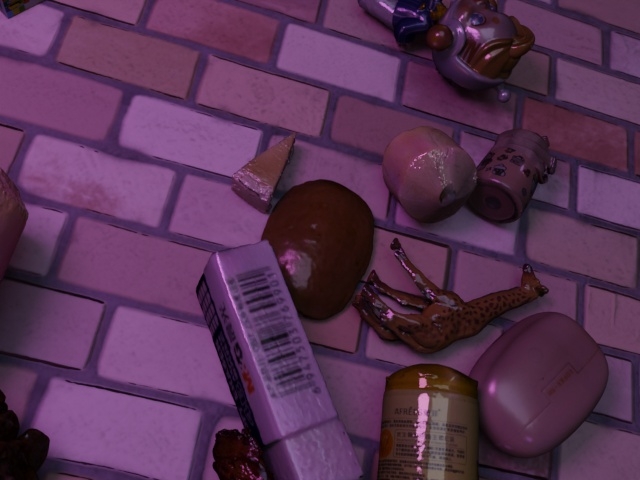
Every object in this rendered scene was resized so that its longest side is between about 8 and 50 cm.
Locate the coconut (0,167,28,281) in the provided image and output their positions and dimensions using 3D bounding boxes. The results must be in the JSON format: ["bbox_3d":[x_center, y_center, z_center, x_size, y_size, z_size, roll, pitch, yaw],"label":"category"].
[{"bbox_3d":[-0.443,0.019,0.682,0.233,0.233,0.245,18,60,-6],"label":"coconut"}]

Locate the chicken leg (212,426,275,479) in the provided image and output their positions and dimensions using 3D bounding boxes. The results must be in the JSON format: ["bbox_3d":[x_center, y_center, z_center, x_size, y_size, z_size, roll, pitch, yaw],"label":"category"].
[{"bbox_3d":[-0.063,0.261,0.710,0.053,0.093,0.205,-10,27,-38],"label":"chicken leg"}]

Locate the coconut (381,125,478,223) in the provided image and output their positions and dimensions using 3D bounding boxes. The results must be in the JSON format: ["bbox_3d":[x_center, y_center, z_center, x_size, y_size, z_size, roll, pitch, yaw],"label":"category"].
[{"bbox_3d":[0.151,-0.088,0.924,0.116,0.116,0.122,-4,37,-15],"label":"coconut"}]

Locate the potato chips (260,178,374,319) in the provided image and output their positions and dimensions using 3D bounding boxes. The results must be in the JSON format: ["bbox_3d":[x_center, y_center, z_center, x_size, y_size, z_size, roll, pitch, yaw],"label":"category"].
[{"bbox_3d":[0.000,0.000,0.898,0.150,0.049,0.202,30,59,-6],"label":"potato chips"}]

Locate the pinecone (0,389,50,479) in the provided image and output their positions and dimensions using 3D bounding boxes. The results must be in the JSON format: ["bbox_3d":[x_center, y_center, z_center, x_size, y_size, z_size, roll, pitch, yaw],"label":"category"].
[{"bbox_3d":[-0.384,0.225,0.637,0.201,0.202,0.229,-4,106,-3],"label":"pinecone"}]

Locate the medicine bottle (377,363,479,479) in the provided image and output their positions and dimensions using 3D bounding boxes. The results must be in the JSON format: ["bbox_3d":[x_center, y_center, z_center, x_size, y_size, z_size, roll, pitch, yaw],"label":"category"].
[{"bbox_3d":[0.125,0.262,0.780,0.124,0.124,0.239,10,67,-9],"label":"medicine bottle"}]

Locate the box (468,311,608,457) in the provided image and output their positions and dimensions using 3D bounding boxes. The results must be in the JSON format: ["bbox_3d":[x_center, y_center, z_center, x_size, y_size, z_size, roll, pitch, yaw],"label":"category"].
[{"bbox_3d":[0.278,0.182,0.867,0.200,0.088,0.146,-37,82,-22],"label":"box"}]

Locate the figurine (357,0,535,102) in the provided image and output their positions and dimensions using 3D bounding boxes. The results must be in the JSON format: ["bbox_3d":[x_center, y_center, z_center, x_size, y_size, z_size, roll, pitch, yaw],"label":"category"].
[{"bbox_3d":[0.182,-0.323,1.035,0.274,0.133,0.194,18,42,0],"label":"figurine"}]

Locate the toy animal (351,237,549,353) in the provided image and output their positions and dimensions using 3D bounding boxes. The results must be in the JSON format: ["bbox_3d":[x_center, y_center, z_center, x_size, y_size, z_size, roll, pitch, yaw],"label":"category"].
[{"bbox_3d":[0.178,0.083,0.903,0.275,0.054,0.149,9,63,-7],"label":"toy animal"}]

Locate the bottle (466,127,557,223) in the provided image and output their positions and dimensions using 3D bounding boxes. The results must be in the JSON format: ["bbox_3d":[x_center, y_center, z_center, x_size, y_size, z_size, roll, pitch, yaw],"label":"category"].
[{"bbox_3d":[0.283,-0.105,0.984,0.099,0.099,0.152,37,61,3],"label":"bottle"}]

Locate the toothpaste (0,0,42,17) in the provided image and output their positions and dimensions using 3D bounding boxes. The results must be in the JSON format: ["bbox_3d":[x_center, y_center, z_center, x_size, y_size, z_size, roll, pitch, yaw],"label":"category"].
[{"bbox_3d":[-0.389,-0.376,0.958,0.164,0.046,0.034,-40,79,-24],"label":"toothpaste"}]

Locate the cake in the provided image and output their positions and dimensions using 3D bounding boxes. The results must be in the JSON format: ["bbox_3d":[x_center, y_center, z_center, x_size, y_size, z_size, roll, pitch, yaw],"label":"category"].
[{"bbox_3d":[-0.071,-0.105,0.920,0.065,0.052,0.121,25,65,0],"label":"cake"}]

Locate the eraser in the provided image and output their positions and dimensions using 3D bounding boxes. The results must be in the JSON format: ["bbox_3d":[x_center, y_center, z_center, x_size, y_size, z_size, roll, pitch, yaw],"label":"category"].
[{"bbox_3d":[-0.055,0.155,0.778,0.086,0.130,0.287,-16,71,-22],"label":"eraser"}]
